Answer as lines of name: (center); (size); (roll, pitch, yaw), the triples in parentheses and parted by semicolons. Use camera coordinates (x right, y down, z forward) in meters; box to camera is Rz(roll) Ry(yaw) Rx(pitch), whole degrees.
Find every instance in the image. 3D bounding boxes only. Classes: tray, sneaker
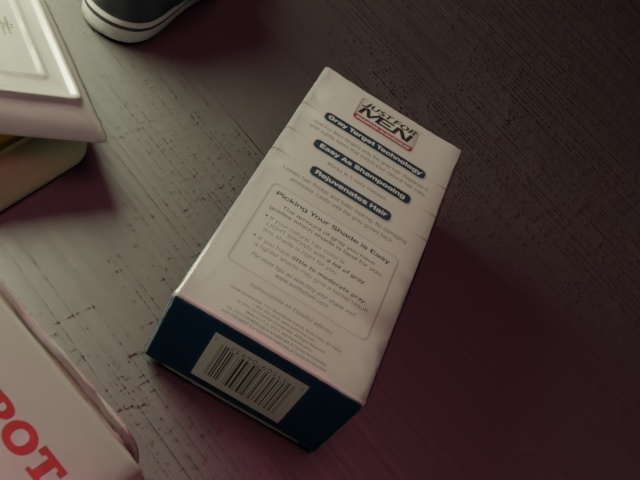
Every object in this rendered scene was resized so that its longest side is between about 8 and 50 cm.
tray: (-0.300, -0.193, 0.751); (0.145, 0.030, 0.270); (0, 46, -38)
sneaker: (-0.156, -0.356, 0.937); (0.126, 0.127, 0.321); (28, 45, -5)

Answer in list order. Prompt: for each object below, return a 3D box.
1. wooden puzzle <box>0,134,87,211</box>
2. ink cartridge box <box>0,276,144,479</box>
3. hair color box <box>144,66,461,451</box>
wooden puzzle: (-0.356, -0.112, 0.689); (0.239, 0.044, 0.221); (41, 46, 5)
ink cartridge box: (-0.338, 0.153, 0.407); (0.285, 0.166, 0.395); (48, 48, 10)
hair color box: (0.000, 0.000, 0.758); (0.174, 0.105, 0.347); (32, 47, -4)
